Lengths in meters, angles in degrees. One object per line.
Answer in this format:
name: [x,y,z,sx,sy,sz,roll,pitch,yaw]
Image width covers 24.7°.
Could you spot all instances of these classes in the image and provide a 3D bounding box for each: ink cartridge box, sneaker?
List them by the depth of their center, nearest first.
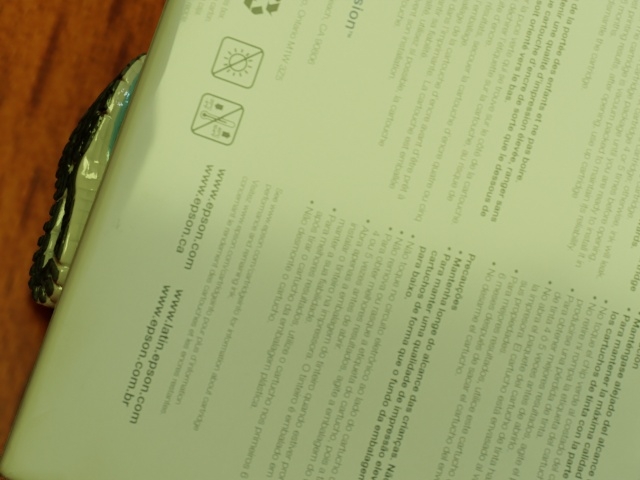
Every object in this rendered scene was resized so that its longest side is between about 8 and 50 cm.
ink cartridge box: [0.063,0.007,0.672,0.330,0.071,0.324,19,81,-2]
sneaker: [-0.100,-0.025,0.773,0.073,0.063,0.162,25,58,-22]
